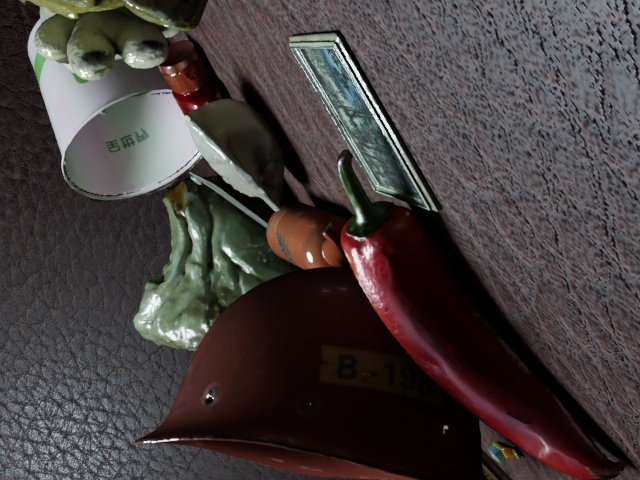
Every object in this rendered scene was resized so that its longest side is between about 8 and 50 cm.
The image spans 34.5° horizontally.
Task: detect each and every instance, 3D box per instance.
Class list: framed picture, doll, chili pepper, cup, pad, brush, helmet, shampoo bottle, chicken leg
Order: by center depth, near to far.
[{"bbox_3d":[0.035,-0.109,0.946,0.183,0.011,0.142,58,170,-18],"label":"framed picture"},{"bbox_3d":[0.129,0.073,0.959,0.368,0.092,0.137,47,152,2],"label":"chili pepper"},{"bbox_3d":[0.007,0.142,1.133,0.384,0.230,0.337,13,165,-13],"label":"helmet"},{"bbox_3d":[-0.257,-0.318,1.195,0.429,0.201,0.153,29,113,46],"label":"chicken leg"},{"bbox_3d":[0.225,0.262,1.267,0.019,0.021,0.083,57,170,0],"label":"brush"},{"bbox_3d":[0.001,0.002,1.277,0.085,0.085,0.244,57,169,-15],"label":"shampoo bottle"},{"bbox_3d":[-0.293,-0.270,1.387,0.175,0.149,0.278,16,-159,-27],"label":"doll"},{"bbox_3d":[-0.154,-0.167,1.488,0.102,0.064,0.260,42,164,48],"label":"shampoo bottle"},{"bbox_3d":[-0.076,-0.016,1.531,0.265,0.009,0.159,37,176,-23],"label":"pad"},{"bbox_3d":[-0.337,-0.240,1.669,0.274,0.253,0.253,59,173,28],"label":"cup"}]

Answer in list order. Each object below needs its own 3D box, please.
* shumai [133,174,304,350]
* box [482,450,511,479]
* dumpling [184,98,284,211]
[{"bbox_3d":[-0.142,0.020,1.643,0.304,0.309,0.264,-2,101,41],"label":"shumai"},{"bbox_3d":[0.192,0.370,1.482,0.301,0.084,0.193,44,150,47],"label":"box"},{"bbox_3d":[-0.095,-0.110,1.318,0.150,0.092,0.176,50,169,28],"label":"dumpling"}]
